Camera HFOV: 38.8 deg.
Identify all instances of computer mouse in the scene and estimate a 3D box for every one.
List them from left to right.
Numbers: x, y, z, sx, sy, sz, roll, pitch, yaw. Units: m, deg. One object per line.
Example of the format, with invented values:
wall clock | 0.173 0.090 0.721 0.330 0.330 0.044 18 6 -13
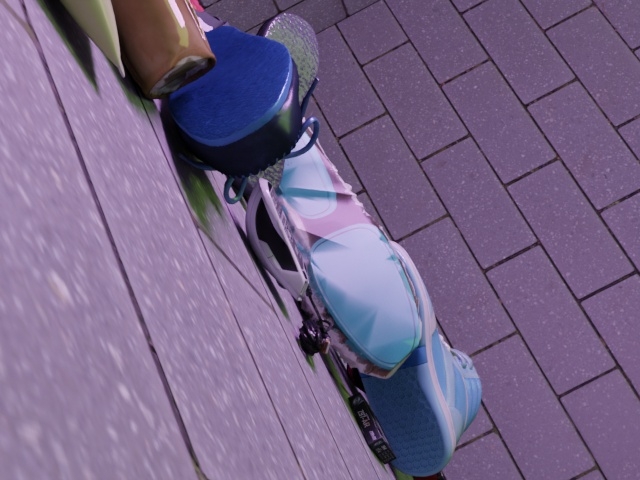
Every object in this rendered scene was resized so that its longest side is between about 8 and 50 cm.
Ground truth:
computer mouse | -0.039 0.029 0.942 0.106 0.042 0.193 -80 148 -79

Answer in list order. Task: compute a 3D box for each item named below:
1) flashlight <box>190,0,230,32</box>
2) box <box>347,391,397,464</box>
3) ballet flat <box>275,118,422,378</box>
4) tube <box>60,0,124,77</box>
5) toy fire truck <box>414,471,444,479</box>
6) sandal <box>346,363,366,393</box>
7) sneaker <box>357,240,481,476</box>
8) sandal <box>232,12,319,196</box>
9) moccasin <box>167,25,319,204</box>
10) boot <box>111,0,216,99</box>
flashlight | -0.185 -0.322 1.048 0.304 0.103 0.103 60 -1 -20
box | 0.064 0.232 1.119 0.067 0.018 0.083 63 2 36
ballet flat | 0.000 0.000 1.176 0.409 0.147 0.147 63 2 18
tube | -0.172 -0.214 0.529 0.070 0.062 0.240 -60 140 -38
toy fire truck | 0.212 0.451 1.619 0.192 0.047 0.135 61 2 -17
sandal | 0.055 0.172 1.307 0.067 0.040 0.179 -27 98 -80
sneaker | 0.135 0.148 1.284 0.208 0.127 0.319 -16 96 -63
sandal | -0.070 -0.175 1.126 0.097 0.054 0.254 35 62 -37
moccasin | -0.068 -0.123 0.866 0.342 0.137 0.117 -112 179 -64
boot | -0.166 -0.245 0.667 0.269 0.089 0.236 63 2 -5
